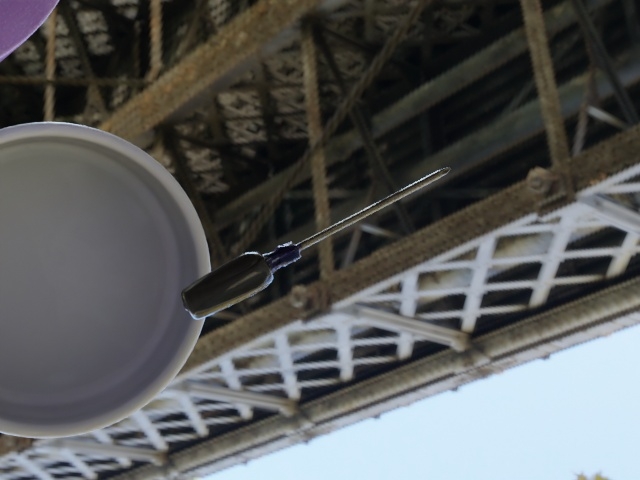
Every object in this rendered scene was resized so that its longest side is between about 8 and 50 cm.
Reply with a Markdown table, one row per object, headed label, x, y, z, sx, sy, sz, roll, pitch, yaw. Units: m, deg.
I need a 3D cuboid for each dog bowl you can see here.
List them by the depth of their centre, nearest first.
| label | x | y | z | sx | sy | sz | roll | pitch | yaw |
| --- | --- | --- | --- | --- | --- | --- | --- | --- | --- |
| dog bowl | -0.235 | 0.031 | 0.944 | 0.104 | 0.265 | 0.265 | -173 | -82 | -72 |

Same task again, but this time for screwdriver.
| label | x | y | z | sx | sy | sz | roll | pitch | yaw |
| --- | --- | --- | --- | --- | --- | --- | --- | --- | --- |
| screwdriver | 0.000 | 0.000 | 0.610 | 0.170 | 0.025 | 0.024 | -25 | -128 | -11 |

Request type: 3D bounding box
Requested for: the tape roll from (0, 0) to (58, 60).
| label | x | y | z | sx | sy | sz | roll | pitch | yaw |
| --- | --- | --- | --- | --- | --- | --- | --- | --- | --- |
| tape roll | -0.301 | -0.229 | 0.711 | 0.090 | 0.275 | 0.274 | -3 | -106 | 62 |
